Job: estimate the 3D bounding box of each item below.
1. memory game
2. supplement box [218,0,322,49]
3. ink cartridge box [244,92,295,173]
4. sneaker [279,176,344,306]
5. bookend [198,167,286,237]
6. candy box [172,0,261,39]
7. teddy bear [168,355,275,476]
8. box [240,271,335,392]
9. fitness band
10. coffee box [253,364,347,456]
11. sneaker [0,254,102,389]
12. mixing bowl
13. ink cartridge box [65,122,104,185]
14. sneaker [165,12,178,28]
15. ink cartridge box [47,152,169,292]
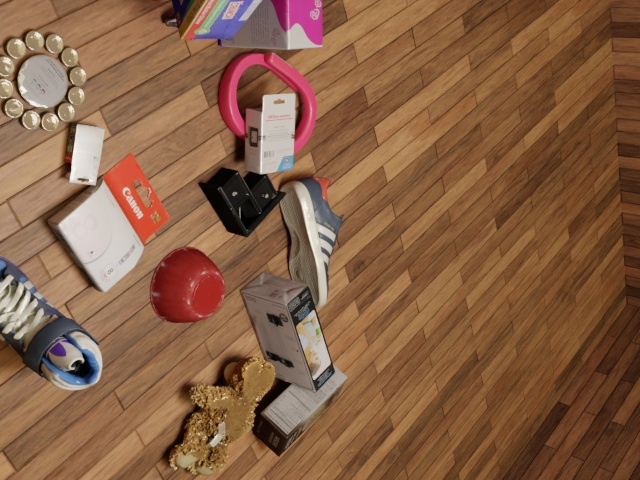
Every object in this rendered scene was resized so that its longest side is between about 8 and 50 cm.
[{"bbox_3d":[-0.517,-0.295,1.423,0.186,0.012,0.186,-17,113,-44],"label":"memory game"},{"bbox_3d":[-0.111,-0.473,1.660,0.114,0.220,0.111,-17,114,-44],"label":"supplement box"},{"bbox_3d":[-0.116,-0.251,1.773,0.104,0.060,0.180,-13,114,-43],"label":"ink cartridge box"},{"bbox_3d":[0.000,0.000,1.993,0.148,0.131,0.350,-24,119,-36],"label":"sneaker"},{"bbox_3d":[-0.179,-0.119,1.804,0.157,0.072,0.156,-49,133,-27],"label":"bookend"},{"bbox_3d":[-0.203,-0.567,1.409,0.122,0.268,0.317,-12,84,-28],"label":"candy box"},{"bbox_3d":[-0.246,0.426,1.888,0.245,0.113,0.338,16,97,-43],"label":"teddy bear"},{"bbox_3d":[-0.081,0.234,1.951,0.087,0.169,0.290,-40,127,-36],"label":"box"},{"bbox_3d":[-0.122,-0.321,1.827,0.291,0.054,0.209,30,82,-47],"label":"fitness band"},{"bbox_3d":[-0.053,0.441,2.052,0.246,0.098,0.141,-39,161,-33],"label":"coffee box"},{"bbox_3d":[-0.518,0.147,1.385,0.130,0.236,0.323,-51,134,-25],"label":"sneaker"},{"bbox_3d":[-0.283,0.112,1.742,0.181,0.098,0.181,-18,115,-45],"label":"mixing bowl"},{"bbox_3d":[-0.465,-0.169,1.506,0.063,0.029,0.115,3,100,-49],"label":"ink cartridge box"},{"bbox_3d":[-0.276,-0.451,1.623,0.119,0.047,0.057,-16,125,-43],"label":"sneaker"},{"bbox_3d":[-0.418,-0.038,1.581,0.232,0.066,0.189,-43,130,-25],"label":"ink cartridge box"}]
